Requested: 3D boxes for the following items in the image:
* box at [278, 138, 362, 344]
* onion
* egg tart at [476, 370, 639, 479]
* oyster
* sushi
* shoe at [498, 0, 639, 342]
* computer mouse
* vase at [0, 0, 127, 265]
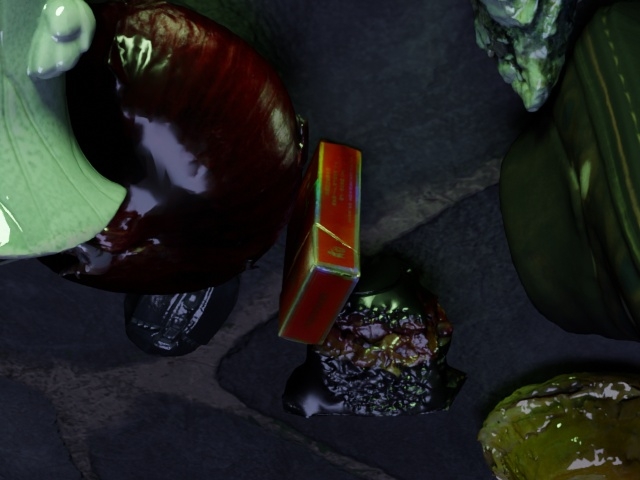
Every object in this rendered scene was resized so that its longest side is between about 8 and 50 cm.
[{"bbox_3d":[-0.001,0.000,0.976,0.048,0.175,0.112,15,134,-12],"label":"box"},{"bbox_3d":[-0.164,-0.067,0.877,0.314,0.232,0.313,3,134,3],"label":"onion"},{"bbox_3d":[0.346,0.282,1.289,0.295,0.116,0.294,3,138,3],"label":"egg tart"},{"bbox_3d":[0.152,-0.252,0.785,0.199,0.087,0.252,23,124,-12],"label":"oyster"},{"bbox_3d":[0.062,0.103,1.107,0.172,0.153,0.150,9,121,27],"label":"sushi"},{"bbox_3d":[0.263,0.001,0.813,0.171,0.383,0.237,6,137,-17],"label":"shoe"},{"bbox_3d":[-0.167,0.084,1.157,0.106,0.062,0.192,24,134,-21],"label":"computer mouse"},{"bbox_3d":[-0.244,-0.203,0.643,0.250,0.250,0.445,-4,105,7],"label":"vase"}]
